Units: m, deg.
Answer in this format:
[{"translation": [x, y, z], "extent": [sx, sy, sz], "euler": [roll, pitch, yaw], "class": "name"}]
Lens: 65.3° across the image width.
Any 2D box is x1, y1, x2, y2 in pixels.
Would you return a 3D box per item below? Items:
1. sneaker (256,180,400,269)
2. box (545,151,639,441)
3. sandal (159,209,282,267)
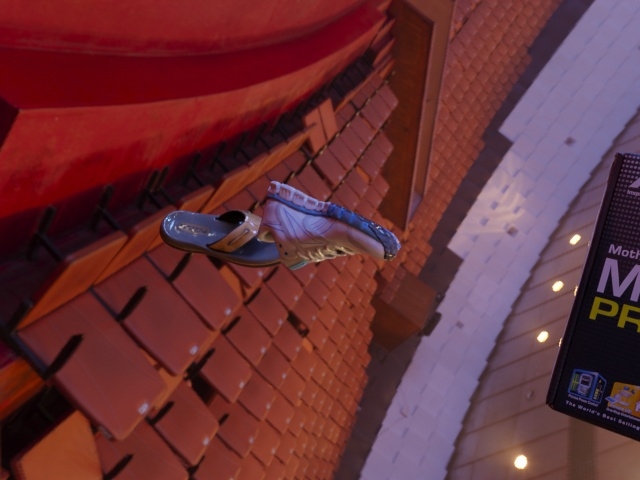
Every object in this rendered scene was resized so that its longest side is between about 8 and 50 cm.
[{"translation": [0.000, 0.000, 0.529], "extent": [0.191, 0.071, 0.083], "euler": [23, -94, 45], "class": "sneaker"}, {"translation": [0.334, 0.066, 0.365], "extent": [0.060, 0.270, 0.216], "euler": [4, 101, -64], "class": "box"}, {"translation": [-0.129, -0.017, 0.733], "extent": [0.060, 0.219, 0.090], "euler": [98, 5, -47], "class": "sandal"}]
